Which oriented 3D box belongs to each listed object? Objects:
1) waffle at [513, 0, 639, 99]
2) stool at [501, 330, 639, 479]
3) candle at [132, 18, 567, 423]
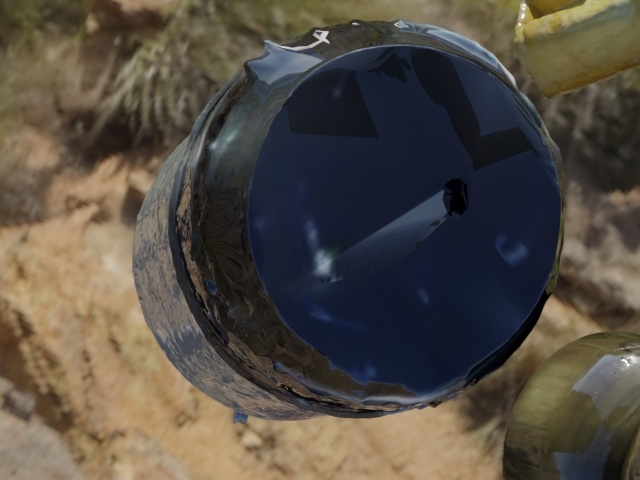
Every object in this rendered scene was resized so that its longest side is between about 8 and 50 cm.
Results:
[{"bbox_3d":[0.227,-0.247,1.363,0.057,0.168,0.274,33,52,-35],"label":"waffle"},{"bbox_3d":[0.259,0.158,1.178,0.179,0.264,0.179,-2,94,-27],"label":"stool"},{"bbox_3d":[0.000,0.000,1.125,0.221,0.342,0.221,2,83,-16],"label":"candle"}]
